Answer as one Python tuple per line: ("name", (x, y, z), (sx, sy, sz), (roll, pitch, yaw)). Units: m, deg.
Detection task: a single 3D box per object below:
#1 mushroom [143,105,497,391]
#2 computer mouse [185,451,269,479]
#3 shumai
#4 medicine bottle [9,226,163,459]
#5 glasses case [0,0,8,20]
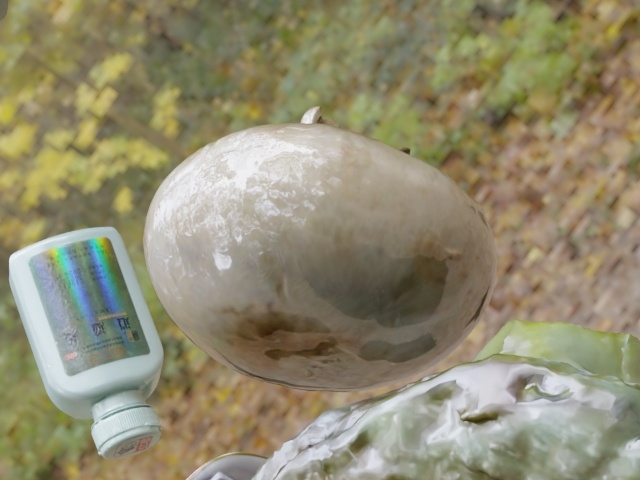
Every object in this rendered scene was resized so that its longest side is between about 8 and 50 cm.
("mushroom", (0.000, 0.000, 1.135), (0.226, 0.226, 0.178), (143, 135, -64))
("computer mouse", (-0.065, 0.352, 2.180), (0.158, 0.310, 0.072), (-49, 38, 16))
("shumai", (0.125, 0.180, 0.967), (0.263, 0.309, 0.304), (-34, -42, -65))
("medicine bottle", (-0.226, 0.105, 1.793), (0.121, 0.229, 0.083), (-16, -21, -18))
("glasses case", (-0.327, -0.233, 1.634), (0.184, 0.039, 0.077), (-65, -15, -75))
